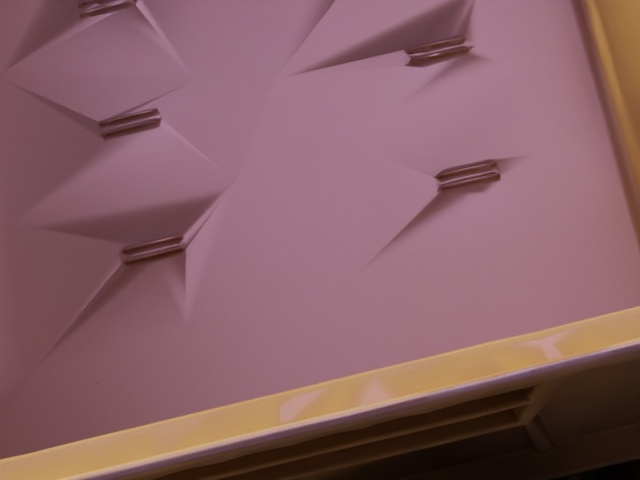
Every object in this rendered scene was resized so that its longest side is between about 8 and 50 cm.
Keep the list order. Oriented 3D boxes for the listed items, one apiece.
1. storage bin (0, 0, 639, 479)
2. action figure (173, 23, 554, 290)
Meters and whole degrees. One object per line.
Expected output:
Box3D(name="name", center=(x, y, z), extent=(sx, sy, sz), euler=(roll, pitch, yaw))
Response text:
Box3D(name="storage bin", center=(-0.020, -0.061, 0.512), extent=(0.260, 0.123, 0.262), euler=(-14, 69, 3))
Box3D(name="action figure", center=(0.000, 0.000, 0.625), extent=(0.164, 0.141, 0.275), euler=(25, 60, 7))
